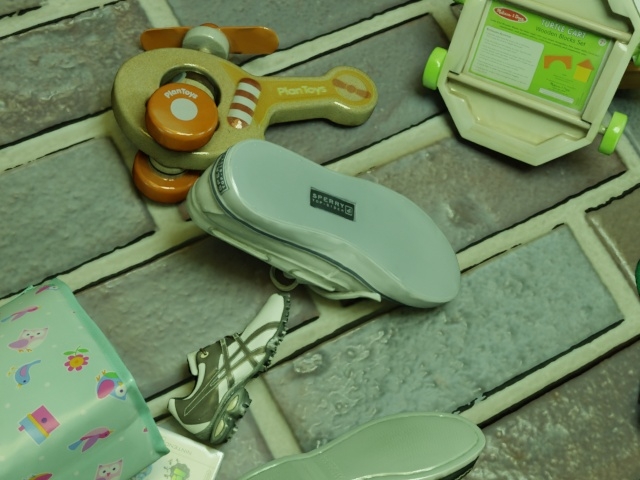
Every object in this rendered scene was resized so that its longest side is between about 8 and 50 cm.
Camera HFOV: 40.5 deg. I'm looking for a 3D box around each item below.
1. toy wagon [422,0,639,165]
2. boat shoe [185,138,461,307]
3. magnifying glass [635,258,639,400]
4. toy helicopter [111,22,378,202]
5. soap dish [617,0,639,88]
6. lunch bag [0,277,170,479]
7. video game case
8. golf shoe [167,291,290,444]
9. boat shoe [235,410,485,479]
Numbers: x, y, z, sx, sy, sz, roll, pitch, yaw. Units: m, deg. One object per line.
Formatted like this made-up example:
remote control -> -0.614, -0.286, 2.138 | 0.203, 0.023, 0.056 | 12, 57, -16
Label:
toy wagon -> 0.293, -0.271, 1.104 | 0.267, 0.345, 0.068 | 23, 26, 13
boat shoe -> -0.002, 0.007, 1.045 | 0.367, 0.156, 0.136 | 20, 58, -34
magnifying glass -> 0.453, 0.107, 1.144 | 0.092, 0.026, 0.231 | 20, 68, -3
toy helicopter -> -0.093, -0.193, 1.124 | 0.354, 0.140, 0.235 | -7, 62, -24
soap dish -> 0.409, -0.342, 1.219 | 0.228, 0.118, 0.291 | 4, 66, 22
lunch bag -> -0.318, 0.166, 0.905 | 0.223, 0.160, 0.262 | -32, 45, -19
video game case -> -0.201, 0.284, 0.959 | 0.143, 0.019, 0.157 | 22, 67, -1
golf shoe -> -0.103, 0.133, 1.004 | 0.093, 0.077, 0.198 | 28, 66, 1
boat shoe -> 0.044, 0.276, 0.972 | 0.302, 0.091, 0.114 | -11, 28, -13
